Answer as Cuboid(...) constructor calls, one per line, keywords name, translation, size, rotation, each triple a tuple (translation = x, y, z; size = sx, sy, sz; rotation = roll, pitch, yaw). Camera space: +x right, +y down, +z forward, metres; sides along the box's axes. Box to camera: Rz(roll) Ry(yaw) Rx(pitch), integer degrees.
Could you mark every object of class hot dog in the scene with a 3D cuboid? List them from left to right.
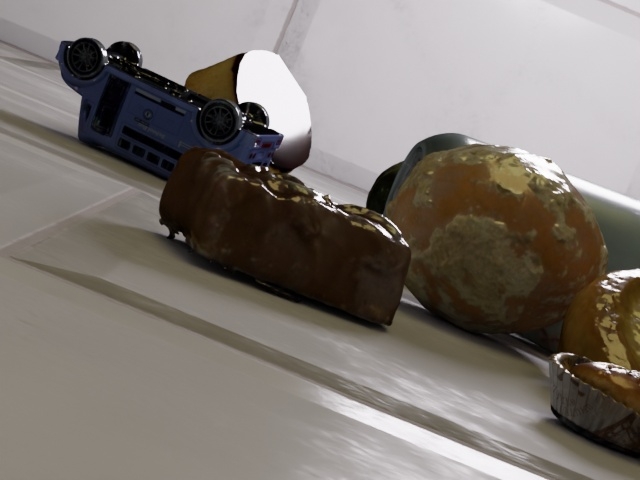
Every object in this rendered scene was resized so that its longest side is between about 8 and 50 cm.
Cuboid(name="hot dog", translation=(0.291, 0.146, 1.144), size=(0.252, 0.069, 0.131), rotation=(19, 7, -26))

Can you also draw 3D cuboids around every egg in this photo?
Cuboid(name="egg", translation=(0.186, 0.002, 1.485), size=(0.245, 0.203, 0.203), rotation=(20, 5, -17))

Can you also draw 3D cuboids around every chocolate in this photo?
Cuboid(name="chocolate", translation=(-0.025, -0.006, 1.230), size=(0.214, 0.093, 0.148), rotation=(20, 7, -25))

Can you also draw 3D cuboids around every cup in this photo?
Cuboid(name="cup", translation=(0.247, -0.009, 1.853), size=(0.312, 0.205, 0.205), rotation=(20, 5, -11))

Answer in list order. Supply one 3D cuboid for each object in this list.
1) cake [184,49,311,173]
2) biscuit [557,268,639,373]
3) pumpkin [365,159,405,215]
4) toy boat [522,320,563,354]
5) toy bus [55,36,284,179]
Cuboid(name="cake", translation=(-0.133, -0.159, 2.019), size=(0.178, 0.185, 0.207), rotation=(-18, 2, 33))
Cuboid(name="biscuit", translation=(0.347, 0.113, 1.338), size=(0.274, 0.091, 0.213), rotation=(16, 38, -20))
Cuboid(name="pumpkin", translation=(0.176, -0.034, 2.051), size=(0.223, 0.157, 0.224), rotation=(12, 19, -4))
Cuboid(name="toy boat", translation=(0.292, 0.097, 1.617), size=(0.207, 0.079, 0.134), rotation=(28, 34, 1))
Cuboid(name="toy bus", translation=(-0.204, -0.153, 1.780), size=(0.292, 0.133, 0.125), rotation=(26, 11, 13))
